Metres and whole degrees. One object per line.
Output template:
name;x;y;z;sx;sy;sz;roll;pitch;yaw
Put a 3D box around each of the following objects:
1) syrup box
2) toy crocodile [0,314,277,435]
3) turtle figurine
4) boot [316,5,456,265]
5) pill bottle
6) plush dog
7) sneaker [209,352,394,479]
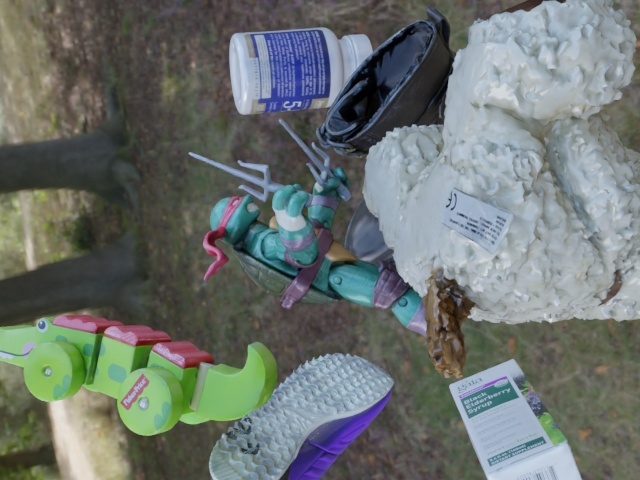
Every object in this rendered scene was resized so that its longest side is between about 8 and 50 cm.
syrup box;0.228;0.237;1.032;0.237;0.093;0.096;-98;-15;-75
toy crocodile;-0.208;0.131;0.938;0.341;0.115;0.105;11;91;25
turtle figurine;0.000;0.000;0.691;0.118;0.234;0.175;-60;4;20
boot;0.063;-0.085;0.831;0.091;0.229;0.263;44;108;26
pill bottle;-0.026;-0.237;1.209;0.112;0.187;0.111;173;90;-78
plush dog;0.170;-0.008;0.587;0.262;0.226;0.210;129;144;-59
sneaker;-0.027;0.254;1.079;0.102;0.293;0.146;31;131;31
